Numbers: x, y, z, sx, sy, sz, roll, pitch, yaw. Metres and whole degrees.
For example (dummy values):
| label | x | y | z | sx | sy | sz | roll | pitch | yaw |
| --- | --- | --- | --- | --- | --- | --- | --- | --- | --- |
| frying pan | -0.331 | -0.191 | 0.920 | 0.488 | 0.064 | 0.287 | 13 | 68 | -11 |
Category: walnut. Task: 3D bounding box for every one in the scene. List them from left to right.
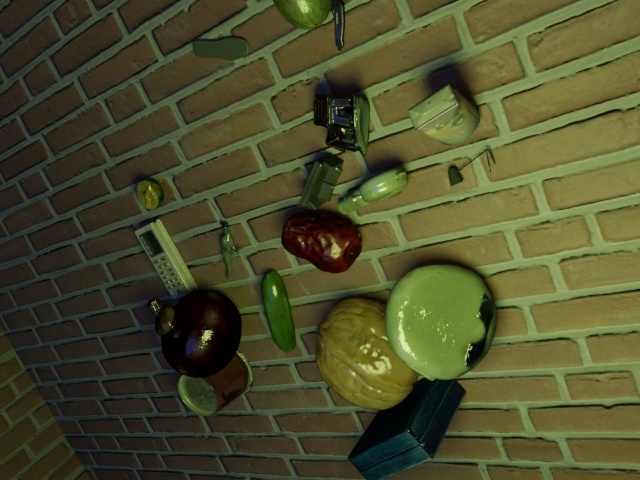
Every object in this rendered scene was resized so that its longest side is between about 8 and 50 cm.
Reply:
| label | x | y | z | sx | sy | sz | roll | pitch | yaw |
| --- | --- | --- | --- | --- | --- | --- | --- | --- | --- |
| walnut | 0.128 | 0.313 | 1.698 | 0.313 | 0.252 | 0.277 | 29 | 128 | 17 |

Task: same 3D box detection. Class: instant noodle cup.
| label | x | y | z | sx | sy | sz | roll | pitch | yaw |
| --- | --- | --- | --- | --- | --- | --- | --- | --- | --- |
| instant noodle cup | -0.381 | 0.497 | 2.166 | 0.234 | 0.178 | 0.235 | 13 | 119 | 26 |

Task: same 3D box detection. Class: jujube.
| label | x | y | z | sx | sy | sz | roll | pitch | yaw |
| --- | --- | --- | --- | --- | --- | --- | --- | --- | --- |
| jujube | 0.000 | 0.000 | 1.678 | 0.230 | 0.155 | 0.155 | 19 | 123 | 23 |

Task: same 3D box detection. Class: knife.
| label | x | y | z | sx | sy | sz | roll | pitch | yaw |
| --- | --- | --- | --- | --- | --- | --- | --- | --- | --- |
| knife | 0.044 | -0.517 | 1.465 | 0.031 | 0.018 | 0.121 | 10 | 120 | 20 |

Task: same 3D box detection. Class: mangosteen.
| label | x | y | z | sx | sy | sz | roll | pitch | yaw |
| --- | --- | --- | --- | --- | --- | --- | --- | --- | --- |
| mangosteen | -0.403 | 0.304 | 1.998 | 0.297 | 0.293 | 0.297 | -10 | 75 | 39 |

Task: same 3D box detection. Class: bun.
| label | x | y | z | sx | sy | sz | roll | pitch | yaw |
| --- | --- | --- | --- | --- | --- | --- | --- | --- | --- |
| bun | 0.295 | 0.203 | 1.564 | 0.293 | 0.293 | 0.187 | 49 | 171 | 1 |

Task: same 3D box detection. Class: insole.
| label | x | y | z | sx | sy | sz | roll | pitch | yaw |
| --- | --- | --- | --- | --- | --- | --- | --- | --- | --- |
| insole | -0.272 | -0.523 | 1.666 | 0.192 | 0.010 | 0.063 | 9 | 118 | 29 |

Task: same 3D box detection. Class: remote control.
| label | x | y | z | sx | sy | sz | roll | pitch | yaw |
| --- | --- | --- | --- | --- | --- | --- | --- | --- | --- |
| remote control | -0.536 | 0.067 | 2.117 | 0.103 | 0.055 | 0.277 | -20 | 102 | 37 |

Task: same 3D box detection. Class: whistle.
| label | x | y | z | sx | sy | sz | roll | pitch | yaw |
| --- | --- | --- | --- | --- | --- | --- | --- | --- | --- |
| whistle | 0.132 | -0.122 | 1.560 | 0.258 | 0.126 | 0.067 | -25 | 86 | 52 |

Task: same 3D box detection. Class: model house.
| label | x | y | z | sx | sy | sz | roll | pitch | yaw |
| --- | --- | --- | --- | --- | --- | --- | --- | --- | --- |
| model house | 0.044 | -0.294 | 1.524 | 0.152 | 0.106 | 0.165 | 12 | 116 | 25 |

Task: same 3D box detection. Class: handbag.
| label | x | y | z | sx | sy | sz | roll | pitch | yaw |
| --- | --- | --- | --- | --- | --- | --- | --- | --- | --- |
| handbag | 0.280 | -0.276 | 1.357 | 0.117 | 0.173 | 0.095 | -27 | 68 | 29 |

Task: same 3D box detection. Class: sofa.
| label | x | y | z | sx | sy | sz | roll | pitch | yaw |
| --- | --- | --- | --- | --- | --- | --- | --- | --- | --- |
| sofa | 0.006 | -0.152 | 1.638 | 0.060 | 0.085 | 0.147 | 37 | 128 | 15 |

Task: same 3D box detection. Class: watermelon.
| label | x | y | z | sx | sy | sz | roll | pitch | yaw |
| --- | --- | --- | --- | --- | --- | --- | --- | --- | --- |
| watermelon | -0.552 | -0.155 | 2.005 | 0.105 | 0.062 | 0.106 | 19 | 123 | 32 |

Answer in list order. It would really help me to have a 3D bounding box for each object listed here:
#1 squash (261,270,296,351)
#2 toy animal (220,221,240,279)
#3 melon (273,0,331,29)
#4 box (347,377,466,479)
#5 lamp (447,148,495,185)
| label | x | y | z | sx | sy | sz | roll | pitch | yaw |
| --- | --- | --- | --- | --- | --- | --- | --- | --- | --- |
| squash | -0.132 | 0.233 | 1.931 | 0.082 | 0.082 | 0.293 | 3 | 116 | 31 |
| toy animal | -0.288 | 0.046 | 1.955 | 0.075 | 0.041 | 0.217 | 26 | 129 | 42 |
| melon | -0.050 | -0.586 | 1.410 | 0.139 | 0.139 | 0.192 | -18 | 107 | 38 |
| box | 0.246 | 0.519 | 1.714 | 0.116 | 0.279 | 0.261 | 46 | 130 | 1 |
| lamp | 0.351 | -0.173 | 1.442 | 0.121 | 0.041 | 0.054 | -19 | 94 | 41 |
